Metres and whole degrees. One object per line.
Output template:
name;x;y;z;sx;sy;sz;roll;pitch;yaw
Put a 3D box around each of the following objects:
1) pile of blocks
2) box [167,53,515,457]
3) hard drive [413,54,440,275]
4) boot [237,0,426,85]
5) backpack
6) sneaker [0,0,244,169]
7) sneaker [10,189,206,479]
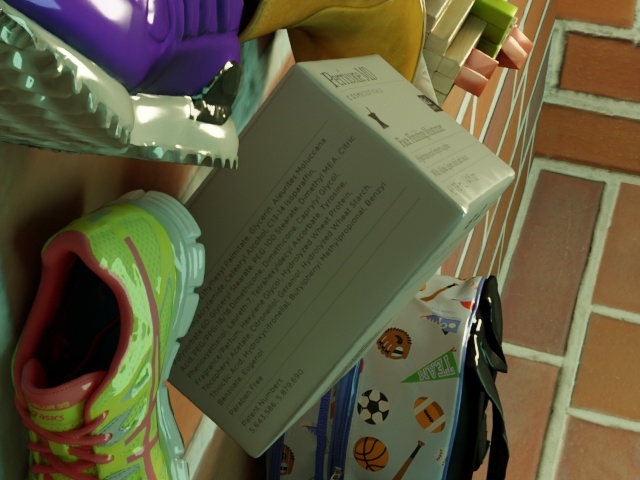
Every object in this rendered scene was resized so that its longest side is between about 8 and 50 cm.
pile of blocks;0.179;-0.236;1.472;0.149;0.113;0.362;-64;175;24
box;0.000;0.000;0.780;0.182;0.119;0.181;-51;174;17
hard drive;0.082;-0.018;1.334;0.203;0.040;0.307;-100;-171;-49
boot;-0.014;-0.152;0.825;0.211;0.104;0.295;-53;150;-51
backpack;0.066;0.151;1.195;0.276;0.213;0.263;-74;177;-61
sneaker;-0.091;-0.107;0.497;0.293;0.102;0.146;7;91;-83
sneaker;-0.112;0.081;0.637;0.094;0.081;0.208;-12;107;-69
